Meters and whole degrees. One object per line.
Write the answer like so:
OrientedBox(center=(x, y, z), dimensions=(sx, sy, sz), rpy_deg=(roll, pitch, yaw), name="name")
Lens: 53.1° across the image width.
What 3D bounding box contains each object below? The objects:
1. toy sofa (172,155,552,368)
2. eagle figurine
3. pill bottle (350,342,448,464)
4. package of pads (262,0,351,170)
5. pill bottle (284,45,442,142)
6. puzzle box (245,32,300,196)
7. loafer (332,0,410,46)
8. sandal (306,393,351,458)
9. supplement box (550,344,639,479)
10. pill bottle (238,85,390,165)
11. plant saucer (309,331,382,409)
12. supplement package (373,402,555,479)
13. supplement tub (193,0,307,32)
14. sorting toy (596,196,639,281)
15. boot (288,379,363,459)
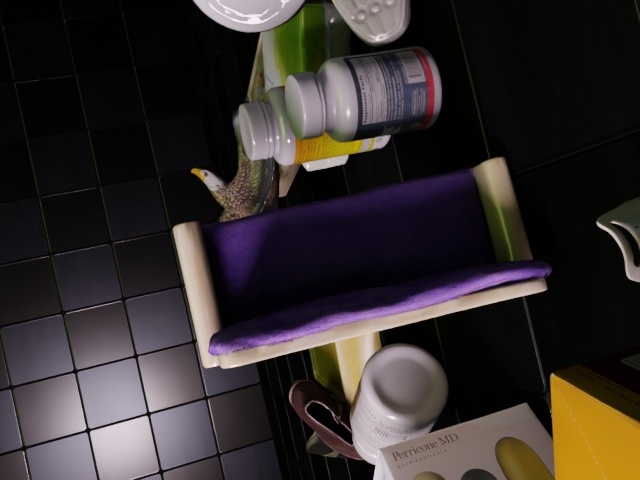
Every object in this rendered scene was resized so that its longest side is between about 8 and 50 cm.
OrientedBox(center=(0.041, 0.019, 0.675), dimensions=(0.177, 0.362, 0.150), rpy_deg=(133, 124, -79), name="toy sofa")
OrientedBox(center=(-0.158, -0.114, 1.335), dimensions=(0.226, 0.298, 0.225), rpy_deg=(26, 171, 47), name="eagle figurine")
OrientedBox(center=(0.116, 0.274, 1.027), dimensions=(0.229, 0.131, 0.131), rpy_deg=(99, 154, -52), name="pill bottle")
OrientedBox(center=(-0.029, -0.309, 1.147), dimensions=(0.229, 0.101, 0.297), rpy_deg=(-123, 26, -48), name="package of pads")
OrientedBox(center=(0.051, -0.182, 0.813), dimensions=(0.108, 0.180, 0.108), rpy_deg=(168, 90, -75), name="pill bottle")
OrientedBox(center=(-0.108, -0.293, 1.524), dimensions=(0.409, 0.052, 0.272), rpy_deg=(126, 130, -70), name="puzzle box")
OrientedBox(center=(0.047, -0.398, 0.842), dimensions=(0.111, 0.112, 0.320), rpy_deg=(9, -116, -68), name="loafer")
OrientedBox(center=(0.036, 0.436, 1.514), dimensions=(0.303, 0.120, 0.086), rpy_deg=(98, -178, -47), name="sandal")
OrientedBox(center=(0.251, 0.157, 0.349), dimensions=(0.129, 0.194, 0.192), rpy_deg=(-148, 48, -68), name="supplement box")
OrientedBox(center=(-0.009, -0.179, 0.960), dimensions=(0.117, 0.214, 0.117), rpy_deg=(167, 90, -74), name="pill bottle")
OrientedBox(center=(0.034, 0.200, 1.353), dimensions=(0.333, 0.080, 0.333), rpy_deg=(-174, 72, -73), name="plant saucer")
OrientedBox(center=(0.193, 0.361, 0.695), dimensions=(0.263, 0.199, 0.198), rpy_deg=(-119, 23, -46), name="supplement package")
OrientedBox(center=(-0.098, -0.476, 0.984), dimensions=(0.316, 0.193, 0.194), rpy_deg=(-90, 3, -45), name="supplement tub")
OrientedBox(center=(0.245, -0.001, 0.470), dimensions=(0.045, 0.075, 0.083), rpy_deg=(107, 147, -60), name="sorting toy")
OrientedBox(center=(0.038, 0.380, 1.273), dimensions=(0.248, 0.090, 0.207), rpy_deg=(43, 173, -10), name="boot")
